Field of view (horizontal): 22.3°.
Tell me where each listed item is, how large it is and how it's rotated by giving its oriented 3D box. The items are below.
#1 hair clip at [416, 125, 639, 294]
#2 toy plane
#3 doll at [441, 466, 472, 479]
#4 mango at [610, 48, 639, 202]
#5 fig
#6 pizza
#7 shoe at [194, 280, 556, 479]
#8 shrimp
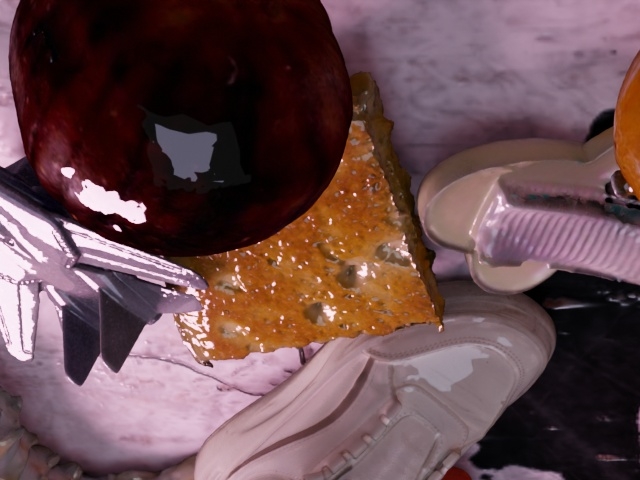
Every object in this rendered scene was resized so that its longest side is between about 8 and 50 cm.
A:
[{"bbox_3d":[0.169,-0.015,1.024,0.218,0.071,0.159,13,127,-11],"label":"hair clip"},{"bbox_3d":[-0.208,-0.026,1.071,0.212,0.088,0.267,-23,114,42],"label":"toy plane"},{"bbox_3d":[0.079,0.271,1.306,0.142,0.076,0.245,3,129,8],"label":"doll"},{"bbox_3d":[0.340,-0.077,0.844,0.384,0.199,0.221,-10,131,17],"label":"mango"},{"bbox_3d":[-0.100,-0.064,0.925,0.186,0.204,0.249,-6,147,-46],"label":"fig"},{"bbox_3d":[0.000,0.000,1.074,0.197,0.058,0.292,22,134,-8],"label":"pizza"},{"bbox_3d":[0.029,0.160,1.138,0.124,0.159,0.316,39,122,-24],"label":"shoe"},{"bbox_3d":[-0.186,0.188,1.278,0.287,0.068,0.185,13,136,-5],"label":"shrimp"}]
